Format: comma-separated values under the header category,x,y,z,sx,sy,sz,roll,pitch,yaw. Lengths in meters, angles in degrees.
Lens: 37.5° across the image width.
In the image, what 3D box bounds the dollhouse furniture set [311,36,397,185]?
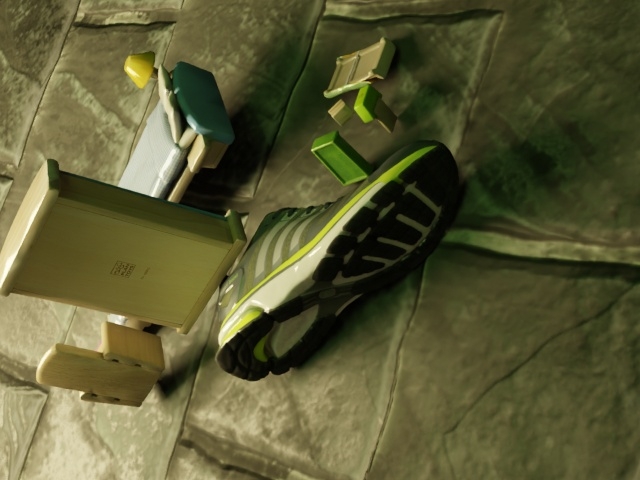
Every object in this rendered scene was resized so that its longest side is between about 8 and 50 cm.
category,x,y,z,sx,sy,sz,roll,pitch,yaw
dollhouse furniture set,0.043,-0.135,0.978,0.076,0.058,0.152,-18,41,41

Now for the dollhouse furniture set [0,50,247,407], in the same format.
category,x,y,z,sx,sy,sz,roll,pitch,yaw
dollhouse furniture set,-0.244,-0.038,1.021,0.286,0.198,0.303,-55,34,29

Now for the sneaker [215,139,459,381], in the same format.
category,x,y,z,sx,sy,sz,roll,pitch,yaw
sneaker,0.000,0.000,0.901,0.300,0.111,0.121,-40,47,17
